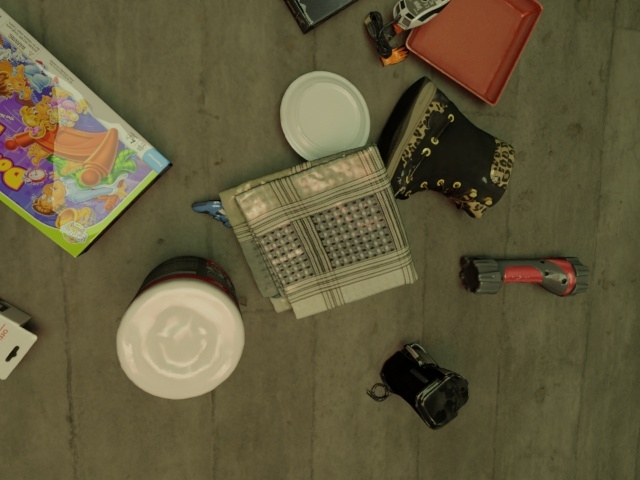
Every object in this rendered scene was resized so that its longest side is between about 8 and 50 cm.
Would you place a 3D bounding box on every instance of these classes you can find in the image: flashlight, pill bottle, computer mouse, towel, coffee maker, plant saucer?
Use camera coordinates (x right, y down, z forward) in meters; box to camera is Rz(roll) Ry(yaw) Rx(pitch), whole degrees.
[{"bbox_3d":[0.499,0.092,1.049,0.304,0.103,0.103,-1,100,-16],"label":"flashlight"},{"bbox_3d":[-0.231,0.121,0.744,0.177,0.318,0.176,-2,98,-15],"label":"pill bottle"},{"bbox_3d":[0.191,-0.467,0.886,0.193,0.042,0.106,-28,75,14],"label":"computer mouse"},{"bbox_3d":[0.000,0.000,0.842,0.325,0.056,0.312,-16,117,11],"label":"towel"},{"bbox_3d":[0.219,0.338,0.965,0.120,0.178,0.171,35,87,-15],"label":"coffee maker"},{"bbox_3d":[0.338,-0.474,0.961,0.259,0.048,0.259,26,91,-17],"label":"plant saucer"}]

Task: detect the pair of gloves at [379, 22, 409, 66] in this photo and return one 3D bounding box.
[{"bbox_3d":[0.155,-0.429,0.937,0.074,0.010,0.083,-25,102,-10],"label":"pair of gloves"}]

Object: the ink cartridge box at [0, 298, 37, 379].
[{"bbox_3d":[-0.617,0.159,0.781,0.180,0.060,0.104,38,86,-16],"label":"ink cartridge box"}]

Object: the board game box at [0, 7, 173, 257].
[{"bbox_3d":[-0.470,-0.173,0.735,0.347,0.078,0.233,44,85,-16],"label":"board game box"}]

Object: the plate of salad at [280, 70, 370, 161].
[{"bbox_3d":[0.010,-0.253,0.902,0.200,0.048,0.199,1,88,-20],"label":"plate of salad"}]

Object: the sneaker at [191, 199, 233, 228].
[{"bbox_3d":[-0.189,-0.051,0.873,0.144,0.053,0.059,7,97,-15],"label":"sneaker"}]

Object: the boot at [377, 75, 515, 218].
[{"bbox_3d":[0.243,-0.124,0.940,0.284,0.138,0.377,26,85,-16],"label":"boot"}]

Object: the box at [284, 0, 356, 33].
[{"bbox_3d":[0.016,-0.560,0.858,0.233,0.059,0.183,-35,106,-8],"label":"box"}]
